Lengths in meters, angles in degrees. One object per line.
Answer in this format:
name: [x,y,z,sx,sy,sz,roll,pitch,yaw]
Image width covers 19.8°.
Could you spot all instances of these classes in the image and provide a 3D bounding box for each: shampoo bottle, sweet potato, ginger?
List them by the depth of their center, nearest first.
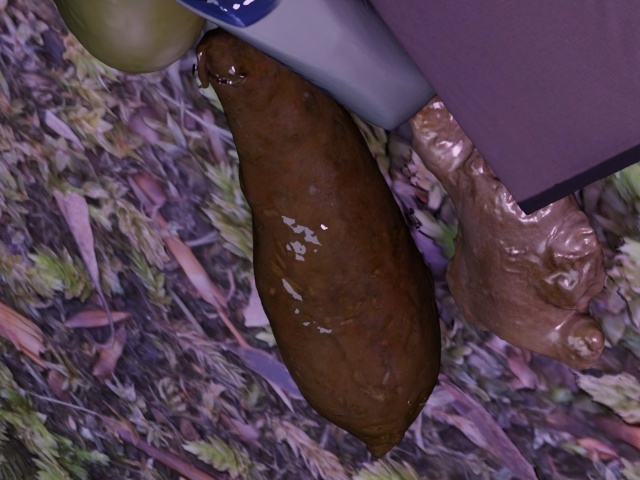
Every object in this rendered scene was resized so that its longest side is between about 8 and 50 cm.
shampoo bottle: [-0.020,-0.141,1.038,0.134,0.078,0.359,49,-170,21]
ginger: [0.130,-0.011,1.225,0.137,0.074,0.213,9,127,41]
sweet potato: [0.001,-0.005,1.304,0.130,0.130,0.423,17,142,35]

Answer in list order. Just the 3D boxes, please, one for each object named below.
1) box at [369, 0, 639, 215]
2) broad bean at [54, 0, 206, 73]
box: [0.124,-0.177,0.979,0.252,0.153,0.188,50,144,-8]
broad bean: [-0.126,-0.249,1.139,0.238,0.119,0.291,-130,32,-67]
